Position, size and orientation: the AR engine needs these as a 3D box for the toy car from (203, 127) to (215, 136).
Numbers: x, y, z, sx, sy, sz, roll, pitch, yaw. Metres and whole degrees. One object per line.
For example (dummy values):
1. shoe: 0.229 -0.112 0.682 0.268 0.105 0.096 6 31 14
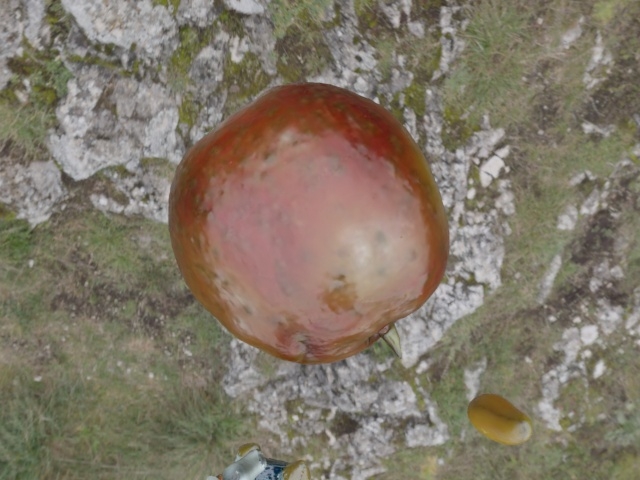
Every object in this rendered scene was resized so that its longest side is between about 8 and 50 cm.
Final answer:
1. toy car: -0.190 -0.130 1.043 0.035 0.059 0.122 27 96 -27

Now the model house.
1. model house: -0.118 0.545 1.351 0.185 0.253 0.291 21 118 -18

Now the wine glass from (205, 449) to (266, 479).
1. wine glass: -0.102 0.289 0.789 0.039 0.083 0.042 -41 80 34

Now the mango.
1. mango: 0.406 0.402 1.431 0.085 0.184 0.102 -15 99 -29

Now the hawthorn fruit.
1. hawthorn fruit: 0.000 0.000 0.905 0.403 0.402 0.402 -4 119 -8
